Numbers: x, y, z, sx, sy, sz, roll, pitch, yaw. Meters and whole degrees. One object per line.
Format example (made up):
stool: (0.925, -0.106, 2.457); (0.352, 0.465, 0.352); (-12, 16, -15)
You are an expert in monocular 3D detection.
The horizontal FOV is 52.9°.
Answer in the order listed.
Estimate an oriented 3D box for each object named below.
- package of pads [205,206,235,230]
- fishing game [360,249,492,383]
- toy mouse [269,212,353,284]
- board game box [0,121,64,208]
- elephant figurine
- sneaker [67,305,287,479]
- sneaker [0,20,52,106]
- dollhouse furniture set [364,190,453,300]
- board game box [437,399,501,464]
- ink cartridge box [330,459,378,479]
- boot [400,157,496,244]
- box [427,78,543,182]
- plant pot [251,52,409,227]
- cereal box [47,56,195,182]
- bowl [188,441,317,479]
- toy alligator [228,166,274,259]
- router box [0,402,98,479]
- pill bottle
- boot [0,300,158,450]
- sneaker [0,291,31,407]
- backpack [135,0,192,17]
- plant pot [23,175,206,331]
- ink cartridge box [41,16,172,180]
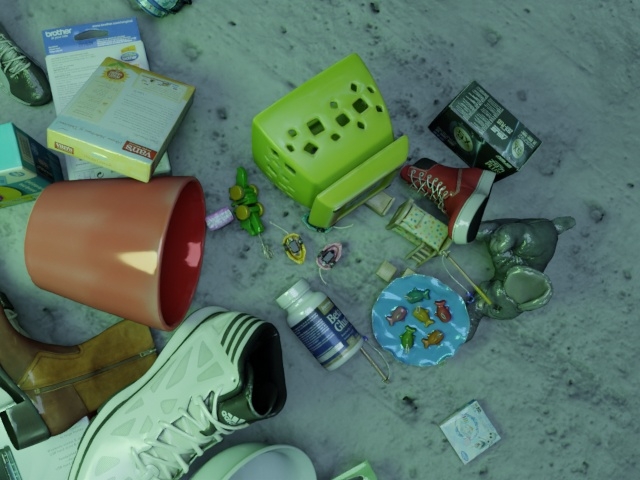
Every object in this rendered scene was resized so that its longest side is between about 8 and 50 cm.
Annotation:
package of pads: (-0.190, -0.040, 1.220); (0.050, 0.083, 0.031); (-27, 93, -5)
fishing game: (0.189, 0.158, 1.225); (0.264, 0.041, 0.189); (-37, 92, 13)
toy mouse: (0.000, 0.000, 1.264); (0.143, 0.031, 0.160); (-29, 89, -8)
board game box: (-0.639, -0.095, 1.089); (0.336, 0.254, 0.079); (-15, 87, -7)
elephant figurine: (0.374, 0.079, 1.254); (0.170, 0.186, 0.239); (-9, 97, -40)
sneaker: (-0.221, 0.292, 1.035); (0.169, 0.258, 0.447); (45, 62, -25)
sneaker: (-0.594, -0.350, 1.180); (0.086, 0.132, 0.228); (-41, 90, -8)
dollhouse furniture set: (0.139, 0.000, 1.244); (0.182, 0.101, 0.160); (34, 82, -2)
board game box: (0.292, 0.376, 1.266); (0.090, 0.020, 0.090); (-32, 89, -9)
ink cartridge box: (0.083, 0.524, 1.207); (0.109, 0.062, 0.209); (-26, 88, -9)
boot: (0.221, -0.081, 1.204); (0.176, 0.244, 0.088); (16, 122, 14)
box: (0.317, -0.207, 1.262); (0.180, 0.147, 0.077); (42, 81, -2)
plant pot: (0.023, -0.161, 1.173); (0.228, 0.227, 0.207); (-35, 84, -11)
cereal box: (-0.336, -0.215, 1.114); (0.173, 0.047, 0.240); (20, 46, -5)
bowl: (-0.152, 0.471, 1.120); (0.298, 0.134, 0.297); (-18, 116, -43)
toy alligator: (-0.141, -0.047, 1.246); (0.051, 0.056, 0.189); (-19, 87, 34)
router box: (-0.536, 0.437, 1.135); (0.336, 0.082, 0.300); (-22, 87, -8)
pill bottle: (-0.005, 0.155, 1.216); (0.094, 0.094, 0.169); (-40, 90, -8)
boot: (-0.419, 0.178, 1.099); (0.281, 0.096, 0.264); (-22, 85, -40)
sneaker: (-0.592, 0.144, 1.137); (0.146, 0.122, 0.330); (2, 66, -27)
backpack: (-0.319, -0.483, 1.233); (0.084, 0.114, 0.105); (-40, 92, 11)
plant pot: (-0.352, 0.007, 1.124); (0.244, 0.275, 0.274); (8, 84, 4)
ink cartridge box: (-0.406, -0.258, 1.228); (0.186, 0.065, 0.310); (-12, 88, -8)
